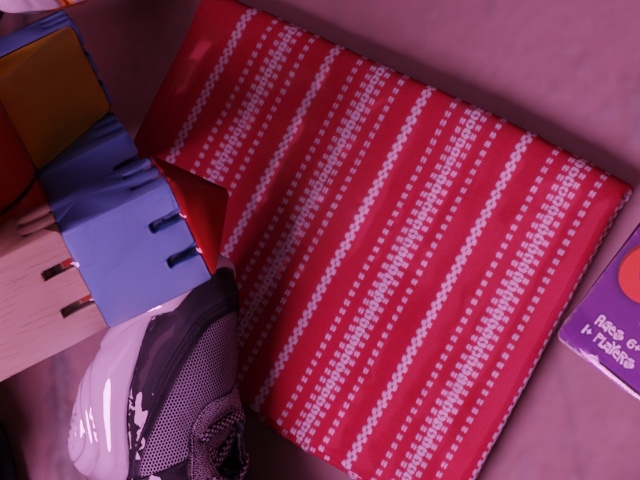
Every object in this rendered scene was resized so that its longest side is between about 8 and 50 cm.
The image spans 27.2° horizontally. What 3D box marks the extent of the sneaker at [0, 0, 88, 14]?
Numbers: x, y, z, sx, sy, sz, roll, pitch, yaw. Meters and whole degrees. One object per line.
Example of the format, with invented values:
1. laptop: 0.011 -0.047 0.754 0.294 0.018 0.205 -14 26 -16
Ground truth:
1. sneaker: -0.141 -0.199 0.753 0.083 0.084 0.215 -10 40 35

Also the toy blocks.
1. toy blocks: -0.200 -0.016 0.650 0.261 0.381 0.191 -27 113 -9

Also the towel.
1. towel: 0.000 0.000 0.703 0.275 0.031 0.199 29 93 26

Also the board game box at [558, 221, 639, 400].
1. board game box: 0.204 0.096 0.416 0.208 0.347 0.056 34 94 25

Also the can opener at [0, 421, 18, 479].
1. can opener: -0.183 0.184 0.734 0.073 0.059 0.186 -21 72 20

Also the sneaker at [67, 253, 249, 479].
1. sneaker: -0.042 0.143 0.644 0.153 0.101 0.269 18 105 21
